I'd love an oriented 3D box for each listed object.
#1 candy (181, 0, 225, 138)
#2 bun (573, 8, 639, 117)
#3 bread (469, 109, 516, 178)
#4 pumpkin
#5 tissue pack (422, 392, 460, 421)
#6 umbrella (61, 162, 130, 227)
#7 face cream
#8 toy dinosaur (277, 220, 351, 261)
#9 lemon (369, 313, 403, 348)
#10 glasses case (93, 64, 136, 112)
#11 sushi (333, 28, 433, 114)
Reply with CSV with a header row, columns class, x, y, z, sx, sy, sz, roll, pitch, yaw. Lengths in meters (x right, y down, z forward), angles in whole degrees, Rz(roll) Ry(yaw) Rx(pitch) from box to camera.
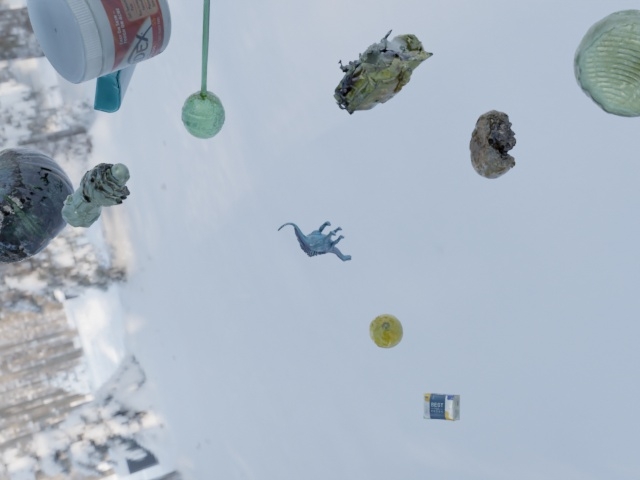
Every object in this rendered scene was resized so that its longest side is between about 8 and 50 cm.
class,x,y,z,sx,sy,sz,roll,pitch,yaw
candy,-0.297,-0.464,2.020,0.119,0.119,0.440,-128,36,-47
bun,0.552,-0.319,1.406,0.118,0.195,0.196,-59,-29,-55
bread,0.285,-0.154,1.300,0.082,0.060,0.113,144,127,-72
pumpkin,-0.779,-0.097,1.986,0.315,0.315,0.239,56,174,42
tissue pack,0.284,0.391,1.854,0.083,0.042,0.062,-4,83,38
umbrella,-0.326,-0.067,1.149,0.067,0.143,0.062,45,-148,-18
face cream,-0.399,-0.407,1.432,0.201,0.187,0.201,33,139,34
toy dinosaur,0.000,0.000,1.580,0.080,0.197,0.045,-45,43,24
lemon,0.116,0.160,1.397,0.083,0.062,0.062,81,168,-71
glasses case,-0.493,-0.447,1.962,0.301,0.070,0.117,-85,12,-47
sushi,0.133,-0.362,1.629,0.131,0.291,0.139,49,131,4
